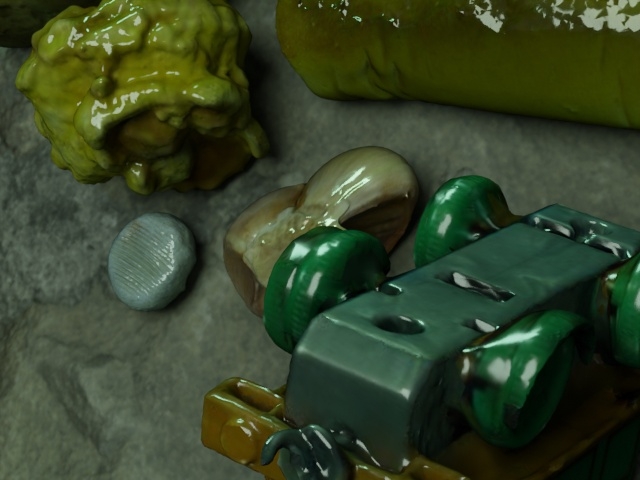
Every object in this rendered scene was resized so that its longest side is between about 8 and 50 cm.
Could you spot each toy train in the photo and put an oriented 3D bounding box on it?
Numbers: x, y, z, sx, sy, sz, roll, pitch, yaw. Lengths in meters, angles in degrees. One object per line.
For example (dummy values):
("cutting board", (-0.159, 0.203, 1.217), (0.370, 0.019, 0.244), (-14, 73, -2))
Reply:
("toy train", (0.093, 0.110, 0.989), (0.178, 0.429, 0.249), (21, 116, 30))

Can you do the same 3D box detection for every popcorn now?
("popcorn", (-0.142, -0.114, 1.277), (0.197, 0.197, 0.156), (-17, 71, 24))

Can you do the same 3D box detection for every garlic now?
("garlic", (0.002, -0.002, 1.223), (0.174, 0.099, 0.124), (-33, 45, 13))

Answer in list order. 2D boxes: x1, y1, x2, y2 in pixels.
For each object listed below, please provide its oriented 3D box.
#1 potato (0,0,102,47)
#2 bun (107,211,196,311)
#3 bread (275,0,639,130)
("potato", (-0.196, -0.293, 1.333), (0.359, 0.219, 0.270), (-41, 52, 21))
("bun", (-0.136, 0.018, 1.314), (0.083, 0.045, 0.083), (-7, 77, 29))
("bread", (0.136, -0.176, 1.176), (0.383, 0.112, 0.166), (9, 82, 31))
